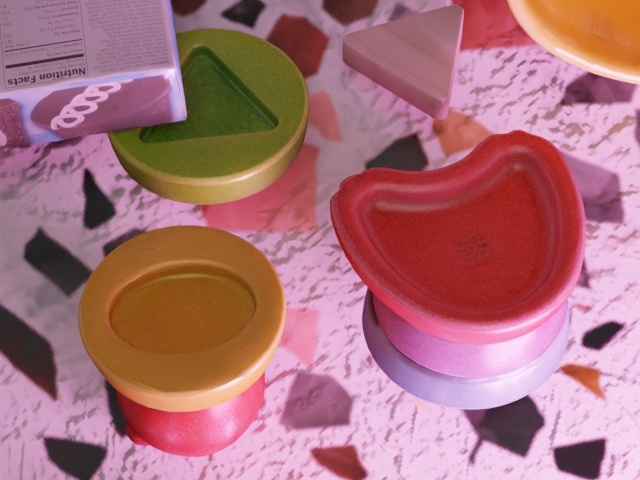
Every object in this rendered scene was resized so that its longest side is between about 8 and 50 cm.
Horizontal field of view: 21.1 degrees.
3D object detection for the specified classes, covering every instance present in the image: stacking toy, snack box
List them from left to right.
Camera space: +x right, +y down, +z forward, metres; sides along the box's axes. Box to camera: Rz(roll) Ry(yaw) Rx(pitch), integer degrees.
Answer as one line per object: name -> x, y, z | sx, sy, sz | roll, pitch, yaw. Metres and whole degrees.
snack box -> -0.256, -0.140, 1.088 | 0.322, 0.060, 0.187 | -9, 58, -2
stacking toy -> 0.000, 0.000, 1.097 | 0.309, 0.130, 0.279 | -8, 53, -5

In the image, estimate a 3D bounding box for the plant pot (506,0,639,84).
plant pot -> 0.241, -0.258, 1.067 | 0.254, 0.254, 0.239 | 5, 63, 0
